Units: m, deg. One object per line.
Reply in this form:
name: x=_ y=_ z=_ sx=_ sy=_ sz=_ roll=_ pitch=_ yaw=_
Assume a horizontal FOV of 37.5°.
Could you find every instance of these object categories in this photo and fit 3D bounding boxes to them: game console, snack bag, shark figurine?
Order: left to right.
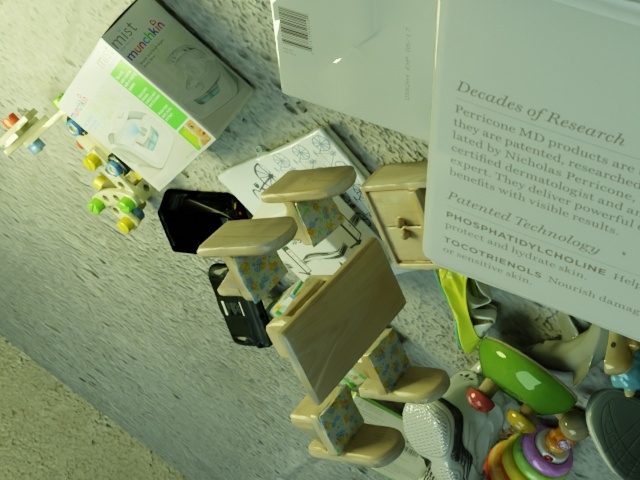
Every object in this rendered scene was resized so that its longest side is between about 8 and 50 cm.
game console: x=-0.193 y=0.063 z=1.866 sx=0.213 sy=0.044 sz=0.361 roll=6 pitch=125 yaw=38
snack bag: x=-0.001 y=-0.040 z=1.626 sx=0.323 sy=0.037 sz=0.342 roll=48 pitch=146 yaw=-22
shark figurine: x=0.405 y=0.163 z=1.459 sx=0.166 sy=0.116 sz=0.278 roll=23 pitch=148 yaw=15

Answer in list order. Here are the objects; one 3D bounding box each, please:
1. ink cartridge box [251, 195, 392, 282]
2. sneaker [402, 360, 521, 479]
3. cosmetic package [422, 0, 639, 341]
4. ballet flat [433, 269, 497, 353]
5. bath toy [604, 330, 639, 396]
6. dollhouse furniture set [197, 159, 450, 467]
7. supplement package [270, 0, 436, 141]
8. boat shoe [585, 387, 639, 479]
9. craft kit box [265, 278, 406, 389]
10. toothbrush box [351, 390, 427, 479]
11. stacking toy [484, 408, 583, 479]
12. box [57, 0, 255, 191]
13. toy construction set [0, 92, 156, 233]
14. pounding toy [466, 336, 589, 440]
ink cartridge box: x=0.000 y=0.000 z=1.563 sx=0.203 sy=0.086 sz=0.148 roll=44 pitch=147 yaw=-19
sneaker: x=0.279 y=0.387 z=1.734 sx=0.137 sy=0.210 sz=0.366 roll=23 pitch=137 yaw=46
cosmetic package: x=0.315 y=-0.156 z=0.905 sx=0.327 sy=0.329 sz=0.394 roll=22 pitch=145 yaw=20
ballet flat: x=0.251 y=0.109 z=1.566 sx=0.077 sy=0.077 sz=0.231 roll=-2 pitch=133 yaw=25
bath toy: x=0.578 y=0.174 z=1.312 sx=0.348 sy=0.129 sz=0.151 roll=2 pitch=180 yaw=44
dollhouse furniture set: x=0.108 y=0.053 z=1.288 sx=0.256 sy=0.394 sz=0.362 roll=-2 pitch=122 yaw=44
supplement package: x=0.097 y=-0.281 z=0.997 sx=0.198 sy=0.263 sz=0.199 roll=22 pitch=146 yaw=21
boat shoe: x=0.537 y=0.355 z=1.594 sx=0.320 sy=0.118 sz=0.103 roll=42 pitch=176 yaw=-25
craft kit box: x=0.016 y=0.191 z=1.880 sx=0.250 sy=0.061 sz=0.246 roll=38 pitch=152 yaw=-6
toothbrush box: x=0.112 y=0.401 z=1.927 sx=0.206 sy=0.122 sz=0.283 roll=29 pitch=170 yaw=-2
stacking toy: x=0.414 y=0.410 z=1.773 sx=0.175 sy=0.166 sz=0.302 roll=35 pitch=134 yaw=6
box: x=-0.272 y=-0.234 z=1.532 sx=0.231 sy=0.127 sz=0.262 roll=41 pitch=149 yaw=-14
toy construction set: x=-0.431 y=-0.159 z=1.771 sx=0.327 sy=0.151 sz=0.215 roll=35 pitch=150 yaw=-23
pounding toy: x=0.332 y=0.269 z=1.576 sx=0.183 sy=0.110 sz=0.237 roll=28 pitch=168 yaw=49
